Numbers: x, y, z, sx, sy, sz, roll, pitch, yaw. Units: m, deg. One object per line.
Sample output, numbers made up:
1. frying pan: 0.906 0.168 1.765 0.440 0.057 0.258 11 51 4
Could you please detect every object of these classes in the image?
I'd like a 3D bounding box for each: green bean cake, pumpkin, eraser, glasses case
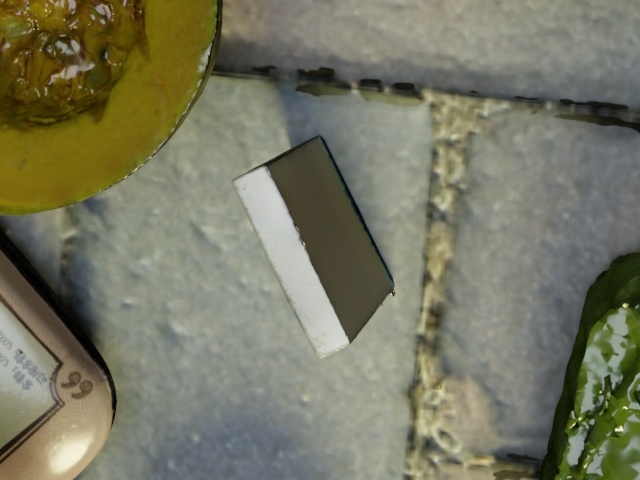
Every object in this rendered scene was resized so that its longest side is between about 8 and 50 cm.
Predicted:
1. green bean cake: 0.225 0.123 0.893 0.200 0.113 0.214 13 100 7
2. pumpkin: -0.142 -0.125 0.924 0.217 0.110 0.217 1 92 19
3. eraser: 0.000 0.000 0.889 0.023 0.150 0.103 -25 94 14
4. glasses case: -0.248 0.021 0.970 0.122 0.075 0.314 -40 91 15
